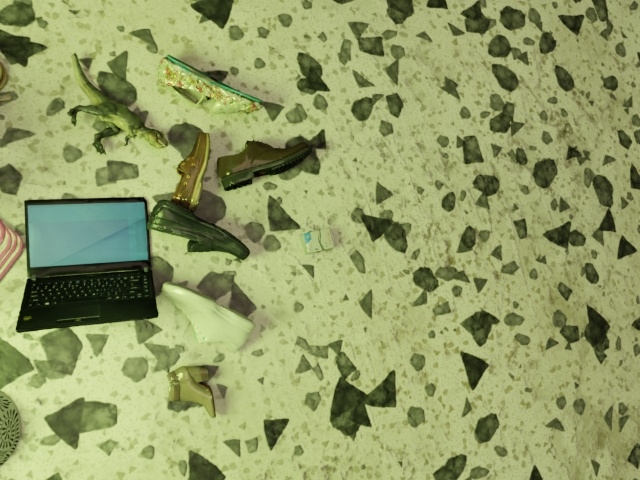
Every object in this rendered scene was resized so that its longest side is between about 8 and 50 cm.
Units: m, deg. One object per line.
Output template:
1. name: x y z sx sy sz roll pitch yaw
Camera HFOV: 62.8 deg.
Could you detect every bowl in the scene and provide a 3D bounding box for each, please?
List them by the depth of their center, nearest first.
1. bowl: -0.628 0.343 0.920 0.170 0.080 0.169 3 80 -19

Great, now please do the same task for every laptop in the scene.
1. laptop: -0.442 0.034 1.002 0.235 0.264 0.136 -4 120 -20

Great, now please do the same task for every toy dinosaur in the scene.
1. toy dinosaur: -0.447 -0.257 1.089 0.268 0.064 0.118 42 64 -7

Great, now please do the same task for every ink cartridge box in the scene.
1. ink cartridge box: 0.000 0.000 1.226 0.083 0.028 0.048 -14 87 -22

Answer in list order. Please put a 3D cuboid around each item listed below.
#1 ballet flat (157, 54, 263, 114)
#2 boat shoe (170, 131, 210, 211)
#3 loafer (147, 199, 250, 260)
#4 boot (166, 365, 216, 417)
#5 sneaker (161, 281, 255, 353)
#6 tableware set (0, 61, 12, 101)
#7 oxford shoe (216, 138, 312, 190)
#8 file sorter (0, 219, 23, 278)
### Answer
1. ballet flat: -0.249 -0.328 1.169 0.241 0.091 0.077 24 105 -11
2. boat shoe: -0.278 -0.154 1.129 0.060 0.064 0.177 14 80 -20
3. loafer: -0.255 -0.007 1.109 0.223 0.076 0.078 29 85 -23
4. boot: -0.267 0.316 1.080 0.087 0.042 0.118 -11 85 -15
5. sneaker: -0.245 0.165 1.093 0.212 0.080 0.094 32 84 -14
6. tableware set: -0.715 -0.317 1.008 0.194 0.039 0.128 -19 89 -21
7. oxford shoe: -0.125 -0.192 1.183 0.227 0.083 0.096 -20 85 -23
8. file sorter: -0.632 0.015 0.856 0.182 0.291 0.202 34 74 -16
